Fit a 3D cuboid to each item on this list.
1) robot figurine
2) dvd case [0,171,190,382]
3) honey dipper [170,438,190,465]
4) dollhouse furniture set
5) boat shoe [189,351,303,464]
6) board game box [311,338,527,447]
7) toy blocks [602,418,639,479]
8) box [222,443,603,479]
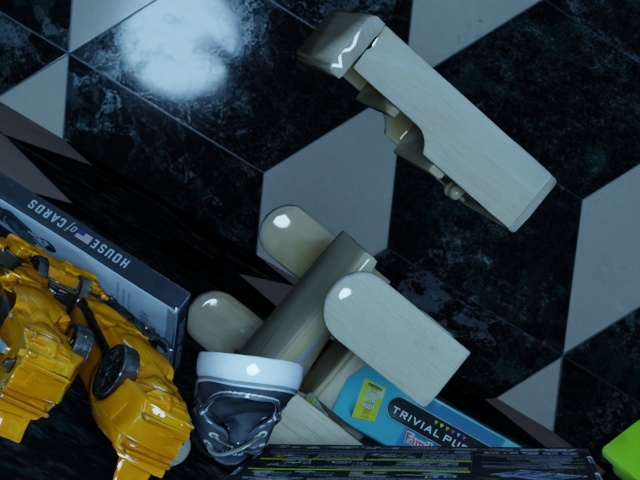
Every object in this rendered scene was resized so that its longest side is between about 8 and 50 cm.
[{"bbox_3d":[-0.210,0.079,1.031,0.211,0.085,0.291,30,4,-28],"label":"robot figurine"},{"bbox_3d":[-0.230,0.035,1.229,0.239,0.029,0.179,31,-29,8],"label":"dvd case"},{"bbox_3d":[-0.159,0.139,1.098,0.030,0.030,0.161,29,2,-40],"label":"honey dipper"},{"bbox_3d":[0.000,0.000,1.327,0.256,0.394,0.362,40,2,-16],"label":"dollhouse furniture set"},{"bbox_3d":[-0.066,0.132,0.991,0.080,0.076,0.228,9,-14,-12],"label":"boat shoe"},{"bbox_3d":[0.139,0.234,1.605,0.336,0.079,0.254,29,-3,-2],"label":"board game box"},{"bbox_3d":[0.372,0.360,1.079,0.381,0.191,0.261,42,-21,40],"label":"toy blocks"},{"bbox_3d":[0.072,0.196,0.978,0.270,0.060,0.216,0,0,7],"label":"box"}]
